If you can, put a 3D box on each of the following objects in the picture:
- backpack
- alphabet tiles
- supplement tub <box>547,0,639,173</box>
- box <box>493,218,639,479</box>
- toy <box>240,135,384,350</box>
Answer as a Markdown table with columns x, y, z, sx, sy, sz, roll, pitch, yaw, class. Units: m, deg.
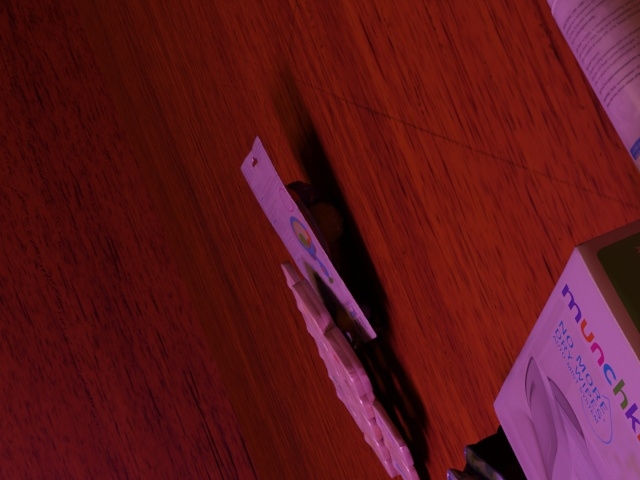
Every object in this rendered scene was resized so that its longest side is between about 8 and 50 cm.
| x | y | z | sx | sy | sz | roll | pitch | yaw | class |
| --- | --- | --- | --- | --- | --- | --- | --- | --- | --- |
| 0.154 | 0.219 | 1.072 | 0.105 | 0.084 | 0.114 | -153 | 41 | -75 | backpack |
| 0.033 | 0.160 | 1.497 | 0.278 | 0.021 | 0.284 | 57 | 173 | 33 | alphabet tiles |
| 0.156 | -0.086 | 0.618 | 0.071 | 0.071 | 0.107 | 106 | 142 | -69 | supplement tub |
| 0.208 | 0.135 | 0.631 | 0.231 | 0.127 | 0.262 | 96 | 152 | -67 | box |
| 0.000 | 0.000 | 1.429 | 0.237 | 0.056 | 0.137 | 63 | 164 | 6 | toy |
